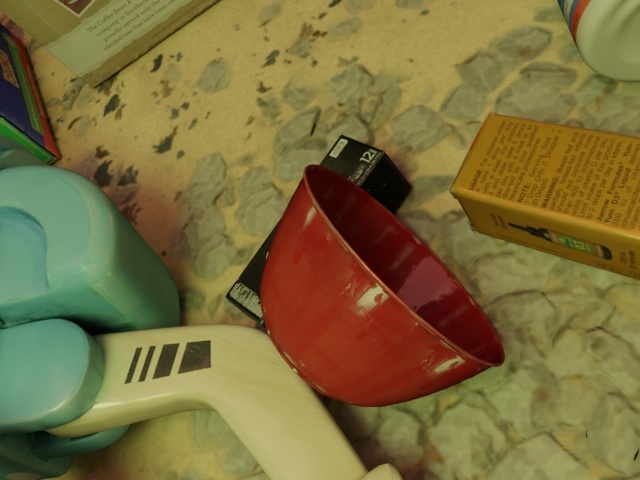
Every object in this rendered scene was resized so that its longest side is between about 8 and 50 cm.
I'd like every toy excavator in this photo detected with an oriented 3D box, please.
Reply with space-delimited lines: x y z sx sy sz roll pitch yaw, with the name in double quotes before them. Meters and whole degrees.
"toy excavator" -0.176 0.086 0.533 0.446 0.222 0.432 -13 57 8

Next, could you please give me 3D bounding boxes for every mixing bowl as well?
"mixing bowl" 0.026 0.045 0.463 0.098 0.181 0.181 -47 53 15

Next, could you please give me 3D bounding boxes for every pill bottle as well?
"pill bottle" 0.231 -0.244 0.526 0.124 0.124 0.221 -19 58 18

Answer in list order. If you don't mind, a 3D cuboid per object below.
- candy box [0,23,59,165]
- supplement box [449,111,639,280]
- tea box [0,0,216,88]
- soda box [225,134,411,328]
"candy box" -0.510 -0.123 0.852 0.317 0.122 0.268 -36 53 8
"supplement box" 0.211 -0.020 0.451 0.234 0.078 0.080 17 74 32
"tea box" -0.244 -0.425 0.807 0.329 0.220 0.323 -31 54 11
"soda box" 0.000 0.000 0.559 0.053 0.060 0.168 30 81 41
